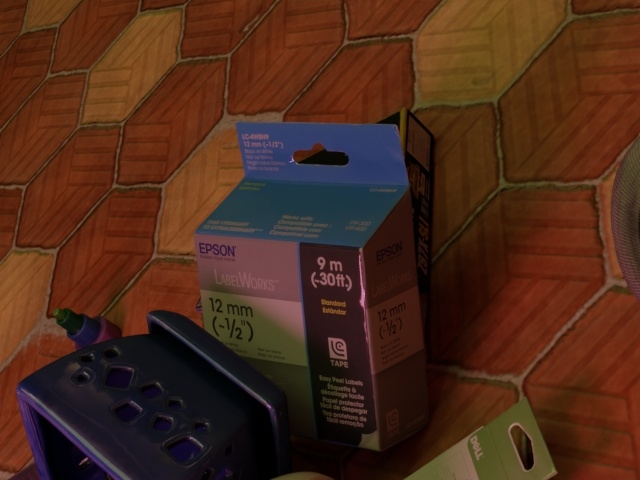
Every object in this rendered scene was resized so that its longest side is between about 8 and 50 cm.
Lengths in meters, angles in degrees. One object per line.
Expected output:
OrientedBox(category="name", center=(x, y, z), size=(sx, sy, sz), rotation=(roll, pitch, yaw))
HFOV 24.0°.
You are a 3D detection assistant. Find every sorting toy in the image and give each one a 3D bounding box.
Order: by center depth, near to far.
OrientedBox(category="sorting toy", center=(-0.327, 0.214, 2.099), size=(0.127, 0.126, 0.365), rotation=(-40, 37, 16))

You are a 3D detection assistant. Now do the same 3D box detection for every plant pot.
OrientedBox(category="plant pot", center=(-0.164, 0.229, 1.640), size=(0.236, 0.236, 0.212), rotation=(34, 57, 30))

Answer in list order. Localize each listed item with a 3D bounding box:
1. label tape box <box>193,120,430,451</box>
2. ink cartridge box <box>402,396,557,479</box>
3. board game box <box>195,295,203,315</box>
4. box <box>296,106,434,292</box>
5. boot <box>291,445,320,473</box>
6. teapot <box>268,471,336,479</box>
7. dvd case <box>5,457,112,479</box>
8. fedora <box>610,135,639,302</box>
OrientedBox(category="label tape box", center=(-0.017, 0.046, 1.703), size=(0.249, 0.348, 0.115), rotation=(5, 19, 38))
OrientedBox(category="ink cartridge box", center=(0.161, 0.267, 1.552), size=(0.209, 0.062, 0.109), rotation=(-38, 37, 18))
OrientedBox(category="board game box", center=(-0.042, 0.017, 1.880), size=(0.194, 0.060, 0.194), rotation=(-1, 59, 46))
OrientedBox(category="box", center=(0.000, 0.000, 1.967), size=(0.322, 0.079, 0.257), rotation=(-25, 44, 33))
OrientedBox(category="boot", center=(-0.156, 0.330, 1.779), size=(0.211, 0.104, 0.295), rotation=(23, 65, 36))
OrientedBox(category="teapot", center=(-0.044, 0.367, 1.537), size=(0.187, 0.256, 0.252), rotation=(-25, 45, 24))
OrientedBox(category="dvd case", center=(-0.352, 0.373, 1.977), size=(0.221, 0.164, 0.018), rotation=(-35, -4, 21))
OrientedBox(category="fedora", center=(0.419, -0.007, 1.455), size=(0.243, 0.124, 0.275), rotation=(-41, 44, 17))
